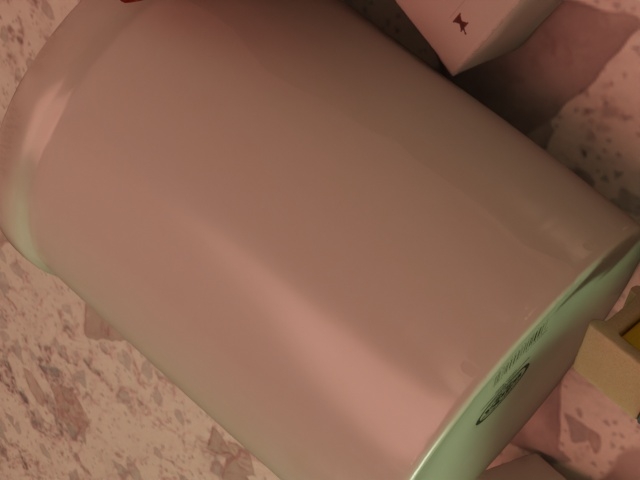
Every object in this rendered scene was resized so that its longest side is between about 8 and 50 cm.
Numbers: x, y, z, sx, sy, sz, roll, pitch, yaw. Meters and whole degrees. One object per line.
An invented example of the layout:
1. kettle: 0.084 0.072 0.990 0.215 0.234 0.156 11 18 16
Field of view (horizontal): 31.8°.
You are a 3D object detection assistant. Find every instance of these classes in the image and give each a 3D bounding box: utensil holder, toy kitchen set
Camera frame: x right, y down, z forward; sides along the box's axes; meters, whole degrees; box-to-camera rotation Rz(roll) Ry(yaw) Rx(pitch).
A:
1. utensil holder: 0.000 0.000 0.863 0.385 0.327 0.327 40 134 19
2. toy kitchen set: 0.275 0.009 0.704 0.122 0.166 0.207 34 132 28

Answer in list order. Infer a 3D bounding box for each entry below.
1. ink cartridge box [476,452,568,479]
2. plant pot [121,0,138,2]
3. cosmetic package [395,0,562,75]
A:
1. ink cartridge box: 0.205 0.306 0.935 0.219 0.093 0.160 38 136 54
2. plant pot: -0.062 -0.296 0.688 0.267 0.267 0.235 2 123 45
3. cosmetic package: 0.127 -0.335 0.723 0.284 0.097 0.377 55 138 11
